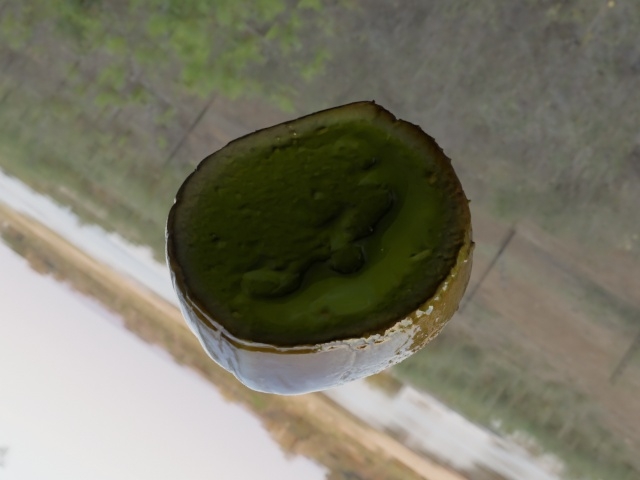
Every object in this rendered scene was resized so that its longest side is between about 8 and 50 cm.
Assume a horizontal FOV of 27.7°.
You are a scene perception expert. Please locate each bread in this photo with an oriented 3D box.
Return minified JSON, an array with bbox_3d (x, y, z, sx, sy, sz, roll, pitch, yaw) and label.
[{"bbox_3d":[0.000,0.000,0.951,0.236,0.236,0.070,31,153,25],"label":"bread"}]
